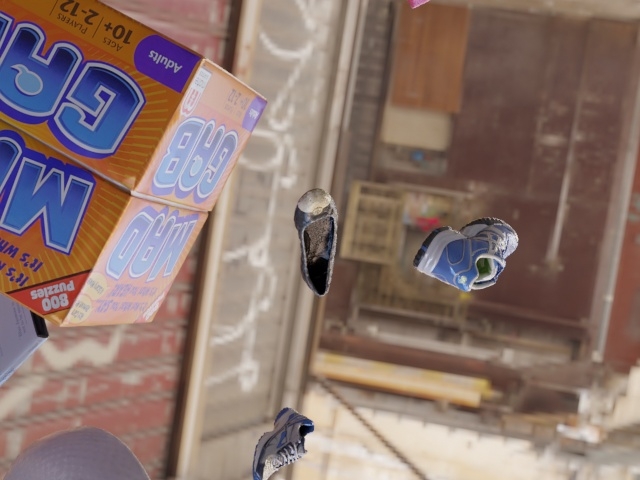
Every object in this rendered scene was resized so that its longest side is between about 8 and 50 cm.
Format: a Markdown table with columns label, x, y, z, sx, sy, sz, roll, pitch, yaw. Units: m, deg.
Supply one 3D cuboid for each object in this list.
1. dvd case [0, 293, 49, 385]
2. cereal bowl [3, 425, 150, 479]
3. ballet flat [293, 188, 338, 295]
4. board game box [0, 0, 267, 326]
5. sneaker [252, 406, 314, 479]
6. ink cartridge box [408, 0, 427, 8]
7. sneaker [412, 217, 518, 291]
| label | x | y | z | sx | sy | sz | roll | pitch | yaw |
| --- | --- | --- | --- | --- | --- | --- | --- | --- | --- |
| dvd case | -0.494 | 0.133 | 2.070 | 0.022 | 0.180 | 0.253 | 10 | 138 | -45 |
| cereal bowl | -0.363 | 0.438 | 1.995 | 0.141 | 0.338 | 0.339 | -8 | -165 | -43 |
| ballet flat | 0.000 | 0.000 | 1.768 | 0.058 | 0.173 | 0.049 | -15 | -131 | -10 |
| board game box | -0.335 | -0.129 | 1.805 | 0.357 | 0.356 | 0.356 | 28 | -177 | 10 |
| sneaker | -0.049 | 0.283 | 1.927 | 0.058 | 0.052 | 0.135 | 15 | -137 | 19 |
| ink cartridge box | 0.166 | -0.499 | 2.114 | 0.172 | 0.237 | 0.100 | -24 | -168 | 25 |
| sneaker | 0.199 | 0.025 | 1.778 | 0.081 | 0.080 | 0.211 | 38 | -152 | 24 |
